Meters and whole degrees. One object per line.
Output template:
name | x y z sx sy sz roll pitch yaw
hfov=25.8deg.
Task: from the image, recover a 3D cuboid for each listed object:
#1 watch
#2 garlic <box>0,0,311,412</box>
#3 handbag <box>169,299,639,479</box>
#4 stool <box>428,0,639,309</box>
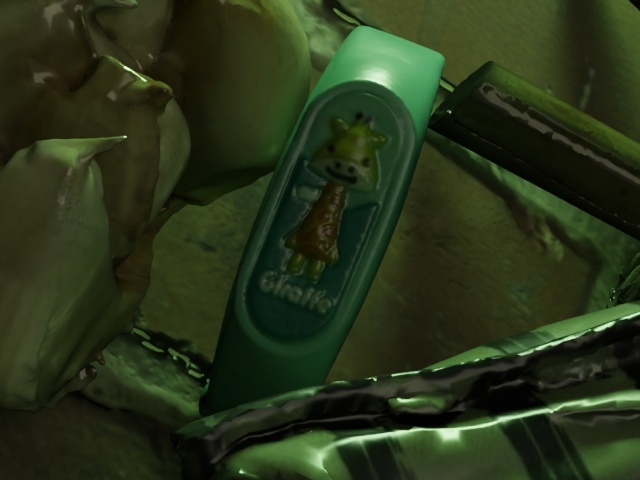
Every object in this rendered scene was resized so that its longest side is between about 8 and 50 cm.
watch | 0.000 0.000 0.745 0.068 0.195 0.237 20 85 2
garlic | -0.119 -0.073 0.686 0.185 0.203 0.281 39 65 9
handbag | 0.073 0.132 0.636 0.327 0.325 0.162 -7 71 -18
stool | 0.275 -0.124 0.880 0.226 0.310 0.310 46 58 -10
